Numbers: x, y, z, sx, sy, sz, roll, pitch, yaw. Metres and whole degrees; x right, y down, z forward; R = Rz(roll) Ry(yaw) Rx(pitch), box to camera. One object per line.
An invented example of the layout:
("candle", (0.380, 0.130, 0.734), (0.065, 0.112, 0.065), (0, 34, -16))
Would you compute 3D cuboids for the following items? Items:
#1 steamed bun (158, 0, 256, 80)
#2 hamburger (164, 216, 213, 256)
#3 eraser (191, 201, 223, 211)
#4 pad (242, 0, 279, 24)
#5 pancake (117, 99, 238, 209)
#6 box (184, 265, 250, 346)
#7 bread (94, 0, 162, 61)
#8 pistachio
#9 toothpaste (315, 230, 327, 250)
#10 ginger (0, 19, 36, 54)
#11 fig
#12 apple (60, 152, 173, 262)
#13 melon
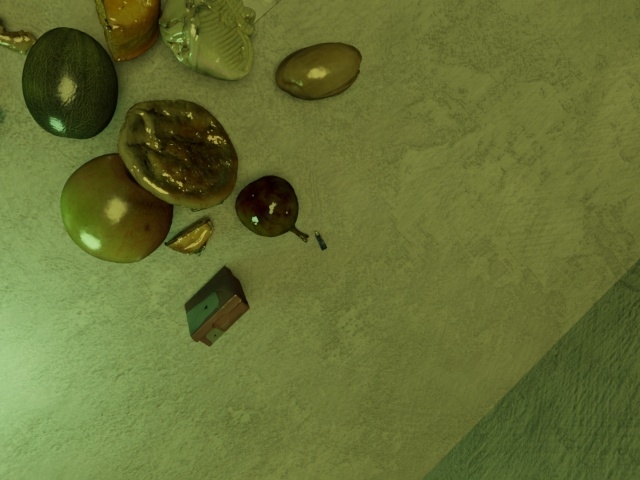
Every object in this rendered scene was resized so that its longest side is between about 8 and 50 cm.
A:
("steamed bun", (-0.344, -0.613, 1.285), (0.280, 0.207, 0.268), (20, 77, -55))
("hamburger", (-0.444, -0.002, 1.500), (0.176, 0.087, 0.102), (-35, 123, -10))
("eraser", (-0.411, -0.195, 1.460), (0.117, 0.058, 0.172), (-19, 109, -7))
("pad", (-0.211, -0.787, 1.369), (0.190, 0.004, 0.127), (-41, 110, 1))
("pancake", (-0.419, -0.273, 1.321), (0.386, 0.082, 0.387), (19, 59, -36))
("box", (-0.367, 0.230, 1.514), (0.215, 0.215, 0.086), (-43, 124, 0))
("bread", (-0.544, -0.698, 1.204), (0.178, 0.194, 0.340), (-16, 93, -22))
("pistachio", (-0.003, -0.553, 1.405), (0.292, 0.162, 0.182), (-19, 73, -5))
("toothpaste", (0.000, 0.000, 1.636), (0.027, 0.019, 0.083), (-37, 113, -27))
("ginger", (-0.962, -0.615, 1.203), (0.288, 0.075, 0.089), (22, 122, -23))
("fig", (-0.144, -0.073, 1.512), (0.217, 0.217, 0.321), (-41, 134, 0))
("apple", (-0.604, -0.103, 1.302), (0.319, 0.319, 0.277), (36, 127, -20))
("melon", (-0.707, -0.444, 1.222), (0.237, 0.237, 0.302), (7, 98, -15))
